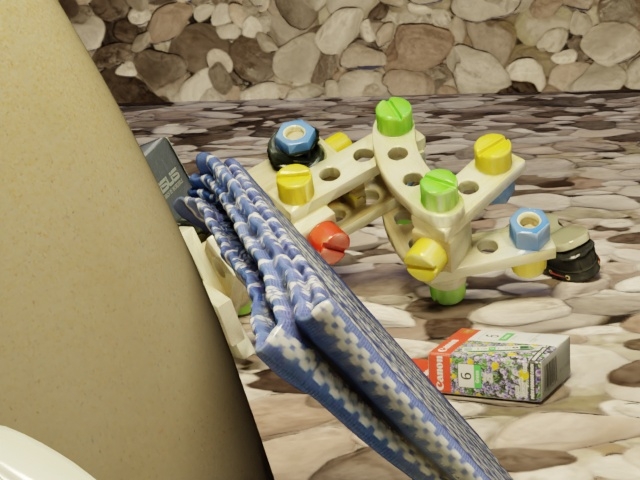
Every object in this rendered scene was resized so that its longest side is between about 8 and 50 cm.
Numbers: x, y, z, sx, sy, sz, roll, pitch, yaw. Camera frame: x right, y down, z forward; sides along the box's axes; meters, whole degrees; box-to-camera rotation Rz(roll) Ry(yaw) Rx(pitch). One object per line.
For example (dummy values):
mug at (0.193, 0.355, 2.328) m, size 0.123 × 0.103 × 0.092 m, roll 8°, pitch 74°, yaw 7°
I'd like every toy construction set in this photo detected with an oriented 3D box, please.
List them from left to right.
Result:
toy construction set at (0.000, 0.000, 1.182) m, size 0.327 × 0.151 × 0.215 m, roll -20°, pitch 44°, yaw -32°

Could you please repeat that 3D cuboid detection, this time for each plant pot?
plant pot at (-0.168, 0.015, 0.733) m, size 0.256 × 0.274 × 0.256 m, roll -8°, pitch 14°, yaw 2°

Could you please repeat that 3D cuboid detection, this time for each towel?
towel at (0.035, 0.079, 0.650) m, size 0.040 × 0.243 × 0.336 m, roll -42°, pitch 15°, yaw 1°

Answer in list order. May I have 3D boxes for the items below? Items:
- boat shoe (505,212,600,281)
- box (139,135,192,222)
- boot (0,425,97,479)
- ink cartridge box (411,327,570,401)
boat shoe at (0.196, 0.005, 1.315) m, size 0.049 × 0.042 × 0.133 m, roll -27°, pitch 17°, yaw -11°
box at (-0.208, 0.022, 1.045) m, size 0.183 × 0.059 × 0.233 m, roll -18°, pitch 19°, yaw 28°
boot at (-0.092, 0.156, 0.345) m, size 0.176 × 0.088 × 0.244 m, roll -15°, pitch 55°, yaw -38°
ink cartridge box at (0.101, 0.079, 1.011) m, size 0.115 × 0.029 × 0.063 m, roll 3°, pitch 14°, yaw 26°
